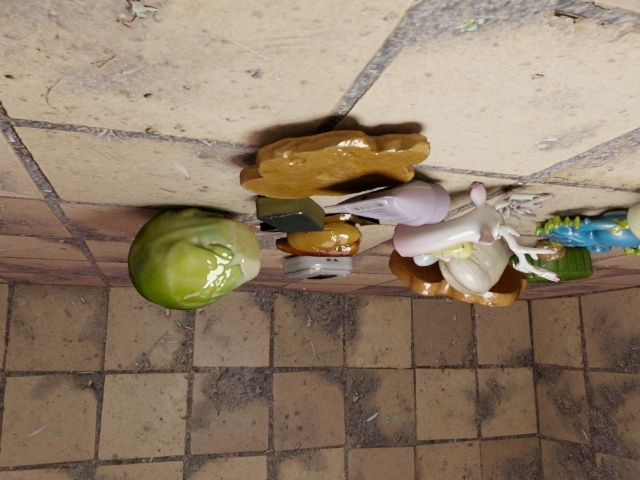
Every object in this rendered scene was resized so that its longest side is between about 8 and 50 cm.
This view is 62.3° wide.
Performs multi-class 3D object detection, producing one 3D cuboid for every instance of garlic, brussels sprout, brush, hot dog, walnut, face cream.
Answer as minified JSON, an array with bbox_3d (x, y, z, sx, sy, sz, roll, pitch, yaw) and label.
[{"bbox_3d":[0.446,0.035,1.536,0.281,0.203,0.184,-35,165,-47],"label":"garlic"},{"bbox_3d":[-0.337,0.041,1.398,0.345,0.267,0.344,-18,-178,1],"label":"brussels sprout"},{"bbox_3d":[-0.070,-0.064,1.315,0.123,0.059,0.197,-5,168,18],"label":"brush"},{"bbox_3d":[-0.001,-0.001,1.514,0.326,0.107,0.194,-7,167,35],"label":"hot dog"},{"bbox_3d":[0.761,0.032,1.762,0.096,0.082,0.079,-8,138,38],"label":"walnut"},{"bbox_3d":[0.153,-0.076,1.060,0.154,0.096,0.274,-3,180,45],"label":"face cream"}]

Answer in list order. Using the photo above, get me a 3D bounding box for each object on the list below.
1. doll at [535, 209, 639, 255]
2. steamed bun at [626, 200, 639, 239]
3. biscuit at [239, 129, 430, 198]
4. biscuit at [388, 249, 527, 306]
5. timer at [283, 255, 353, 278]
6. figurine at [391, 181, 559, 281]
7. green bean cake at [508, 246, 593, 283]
[{"bbox_3d":[0.758,-0.030,1.454,0.346,0.098,0.342,18,172,-38],"label":"doll"},{"bbox_3d":[0.812,-0.044,1.120,0.200,0.154,0.250,11,151,-37],"label":"steamed bun"},{"bbox_3d":[0.019,-0.138,0.953,0.376,0.051,0.269,-8,169,33],"label":"biscuit"},{"bbox_3d":[0.448,0.104,1.731,0.456,0.078,0.349,9,-154,-3],"label":"biscuit"},{"bbox_3d":[-0.010,0.107,2.107,0.237,0.086,0.262,6,168,-31],"label":"timer"},{"bbox_3d":[0.378,-0.027,1.238,0.285,0.206,0.316,15,168,-35],"label":"figurine"},{"bbox_3d":[0.835,0.094,1.944,0.248,0.124,0.222,5,168,-24],"label":"green bean cake"}]
